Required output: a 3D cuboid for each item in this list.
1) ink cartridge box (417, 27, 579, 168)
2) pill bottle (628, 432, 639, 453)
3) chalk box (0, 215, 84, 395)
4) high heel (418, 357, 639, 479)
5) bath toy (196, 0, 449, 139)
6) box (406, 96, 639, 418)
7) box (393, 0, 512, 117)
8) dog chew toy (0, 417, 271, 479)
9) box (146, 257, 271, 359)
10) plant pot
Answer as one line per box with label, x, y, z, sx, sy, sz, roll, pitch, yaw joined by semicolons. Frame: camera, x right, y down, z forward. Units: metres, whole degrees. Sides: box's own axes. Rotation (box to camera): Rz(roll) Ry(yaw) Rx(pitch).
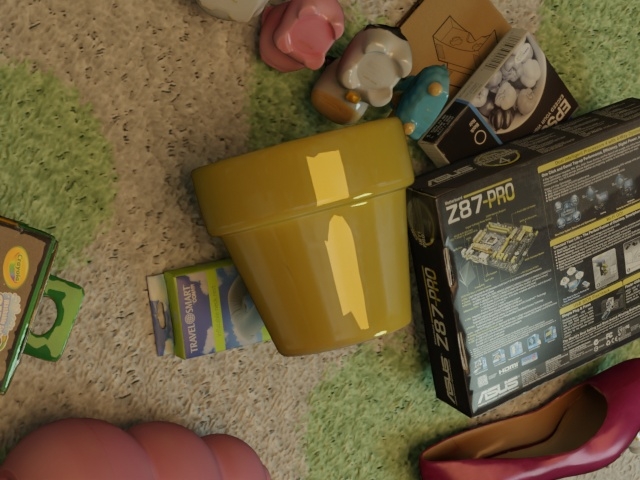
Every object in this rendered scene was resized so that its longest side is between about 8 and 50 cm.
ink cartridge box;0.255;-0.139;1.766;0.206;0.045;0.208;-51;126;-11
pill bottle;0.456;0.274;1.948;0.043;0.043;0.083;-36;112;-18
chalk box;-0.402;0.047;1.408;0.289;0.179;0.180;21;86;-29
high heel;0.310;0.254;1.818;0.377;0.127;0.181;-41;124;-13
bath toy;-0.009;-0.249;1.596;0.348;0.129;0.151;32;118;-22
box;0.312;0.017;1.758;0.394;0.097;0.318;-22;115;-23
box;0.189;-0.244;1.753;0.201;0.021;0.164;45;77;-24
dog chew toy;-0.206;0.301;1.536;0.331;0.206;0.207;-2;98;-35
box;-0.119;0.079;1.630;0.178;0.042;0.109;-12;102;-26
plant pot;0.000;0.000;1.540;0.254;0.254;0.239;-17;94;-24
